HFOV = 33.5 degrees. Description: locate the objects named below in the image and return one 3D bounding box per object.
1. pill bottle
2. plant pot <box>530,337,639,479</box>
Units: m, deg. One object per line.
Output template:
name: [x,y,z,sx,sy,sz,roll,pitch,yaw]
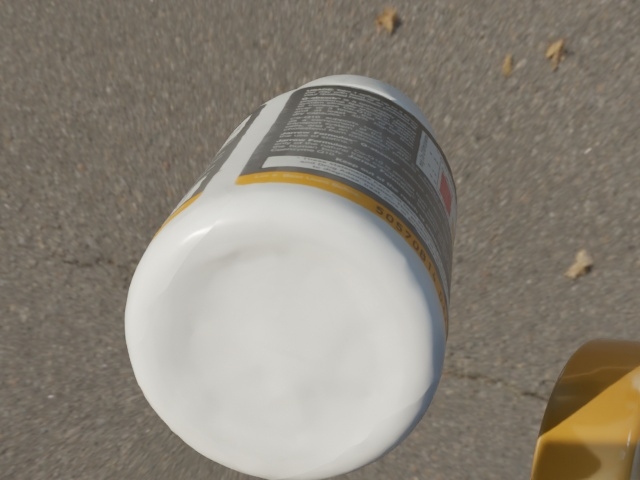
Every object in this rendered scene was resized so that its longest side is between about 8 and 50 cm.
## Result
pill bottle: [0.000,0.000,0.628,0.162,0.278,0.162,4,114,8]
plant pot: [0.248,0.166,0.624,0.187,0.205,0.205,1,81,35]
